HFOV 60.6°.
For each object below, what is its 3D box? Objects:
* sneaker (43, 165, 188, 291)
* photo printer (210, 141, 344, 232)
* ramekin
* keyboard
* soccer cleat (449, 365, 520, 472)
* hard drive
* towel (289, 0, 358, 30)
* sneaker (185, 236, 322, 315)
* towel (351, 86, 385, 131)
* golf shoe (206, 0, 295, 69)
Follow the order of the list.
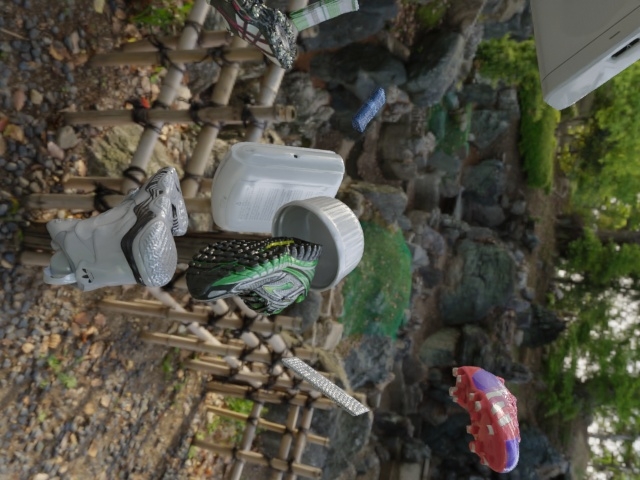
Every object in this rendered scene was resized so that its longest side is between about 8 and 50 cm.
[{"bbox_3d":[-0.373,-0.030,1.024,0.365,0.210,0.137,-103,-175,-59],"label":"sneaker"},{"bbox_3d":[-0.123,-0.127,1.403,0.256,0.308,0.107,115,-32,-44],"label":"photo printer"},{"bbox_3d":[0.000,0.000,1.208,0.109,0.207,0.207,-26,121,-40],"label":"ramekin"},{"bbox_3d":[0.010,0.374,1.424,0.072,0.256,0.014,1,114,-56],"label":"keyboard"},{"bbox_3d":[0.261,0.256,0.816,0.248,0.095,0.082,-86,-179,-81],"label":"soccer cleat"},{"bbox_3d":[0.405,-0.383,0.775,0.047,0.233,0.352,24,55,-22],"label":"hard drive"},{"bbox_3d":[0.011,-0.511,1.227,0.113,0.152,0.023,-32,103,-81],"label":"towel"},{"bbox_3d":[-0.105,0.076,0.996,0.344,0.134,0.146,-3,103,-58],"label":"sneaker"},{"bbox_3d":[0.132,-0.354,1.481,0.119,0.029,0.067,-50,159,-7],"label":"towel"},{"bbox_3d":[-0.155,-0.519,1.322,0.273,0.120,0.105,44,56,-51],"label":"golf shoe"}]
